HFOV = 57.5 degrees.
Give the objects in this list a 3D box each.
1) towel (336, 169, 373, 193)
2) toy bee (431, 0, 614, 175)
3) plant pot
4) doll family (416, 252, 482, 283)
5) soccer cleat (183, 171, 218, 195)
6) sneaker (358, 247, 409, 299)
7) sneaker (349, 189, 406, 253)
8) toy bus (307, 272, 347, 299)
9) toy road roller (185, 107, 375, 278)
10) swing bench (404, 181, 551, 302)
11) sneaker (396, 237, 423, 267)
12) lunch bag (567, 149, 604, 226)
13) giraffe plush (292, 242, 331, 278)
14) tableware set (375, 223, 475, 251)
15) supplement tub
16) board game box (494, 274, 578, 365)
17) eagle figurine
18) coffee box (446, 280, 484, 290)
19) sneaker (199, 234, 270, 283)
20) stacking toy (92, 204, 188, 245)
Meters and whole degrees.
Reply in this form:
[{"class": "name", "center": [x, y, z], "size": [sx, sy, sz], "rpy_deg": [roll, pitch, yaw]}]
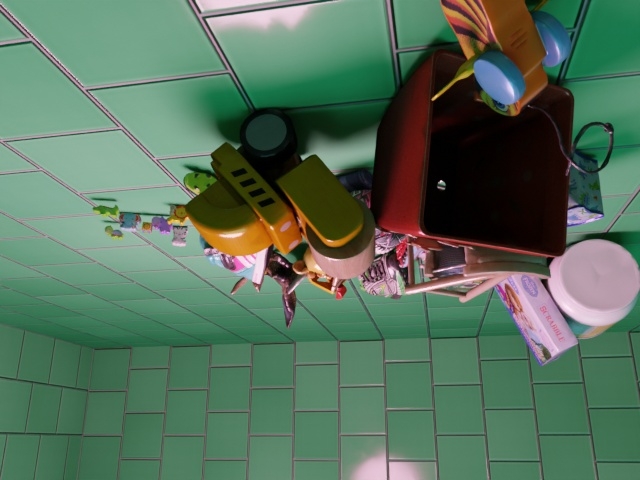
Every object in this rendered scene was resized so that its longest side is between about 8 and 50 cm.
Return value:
[{"class": "towel", "center": [0.060, -0.119, 1.255], "size": [0.120, 0.029, 0.067], "rpy_deg": [-12, 157, 32]}, {"class": "toy bee", "center": [0.225, -0.216, 0.743], "size": [0.196, 0.298, 0.162], "rpy_deg": [-22, -161, -11]}, {"class": "plant pot", "center": [0.218, -0.115, 0.955], "size": [0.268, 0.266, 0.236], "rpy_deg": [9, 173, -24]}, {"class": "doll family", "center": [0.378, 0.064, 1.641], "size": [0.263, 0.118, 0.163], "rpy_deg": [-5, 158, 18]}, {"class": "soccer cleat", "center": [-0.225, -0.102, 1.263], "size": [0.179, 0.060, 0.072], "rpy_deg": [14, 158, -42]}, {"class": "sneaker", "center": [0.187, 0.112, 1.763], "size": [0.147, 0.134, 0.343], "rpy_deg": [1, 161, -2]}, {"class": "sneaker", "center": [0.134, -0.041, 1.299], "size": [0.112, 0.120, 0.299], "rpy_deg": [-16, 167, 29]}, {"class": "toy bus", "center": [0.046, 0.048, 1.579], "size": [0.105, 0.190, 0.202], "rpy_deg": [26, 172, 16]}, {"class": "toy road roller", "center": [-0.079, -0.040, 1.029], "size": [0.241, 0.329, 0.202], "rpy_deg": [-39, 162, -7]}, {"class": "swing bench", "center": [0.302, -0.029, 1.173], "size": [0.165, 0.253, 0.255], "rpy_deg": [10, 158, -26]}, {"class": "sneaker", "center": [0.271, 0.003, 1.498], "size": [0.125, 0.104, 0.262], "rpy_deg": [1, 161, -8]}, {"class": "lunch bag", "center": [0.476, -0.093, 1.177], "size": [0.096, 0.128, 0.151], "rpy_deg": [16, 158, -26]}, {"class": "giraffe plush", "center": [0.000, 0.000, 1.382], "size": [0.182, 0.170, 0.210], "rpy_deg": [-2, 161, 4]}, {"class": "tableware set", "center": [0.182, -0.004, 1.043], "size": [0.169, 0.020, 0.141], "rpy_deg": [5, -169, -42]}, {"class": "supplement tub", "center": [0.769, 0.144, 1.689], "size": [0.241, 0.240, 0.331], "rpy_deg": [-4, 160, 11]}, {"class": "board game box", "center": [0.630, 0.205, 1.756], "size": [0.066, 0.318, 0.318], "rpy_deg": [-26, 157, 2]}, {"class": "eagle figurine", "center": [-0.088, 0.109, 1.690], "size": [0.227, 0.225, 0.298], "rpy_deg": [-24, 142, 20]}, {"class": "coffee box", "center": [0.486, 0.130, 1.952], "size": [0.113, 0.040, 0.184], "rpy_deg": [-2, 160, 7]}, {"class": "sneaker", "center": [-0.202, -0.018, 1.424], "size": [0.179, 0.123, 0.295], "rpy_deg": [17, 138, -1]}, {"class": "stacking toy", "center": [-0.435, -0.045, 1.447], "size": [0.222, 0.052, 0.167], "rpy_deg": [5, 158, -10]}]
